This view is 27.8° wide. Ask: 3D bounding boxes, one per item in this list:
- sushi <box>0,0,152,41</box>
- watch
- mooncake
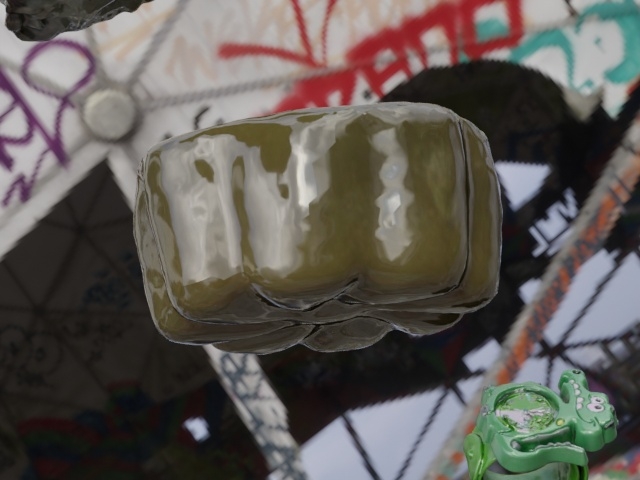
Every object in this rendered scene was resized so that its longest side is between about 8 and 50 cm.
[{"bbox_3d":[-0.214,-0.310,1.086,0.196,0.182,0.343,-18,-18,-13],"label":"sushi"},{"bbox_3d":[0.248,0.244,1.455,0.165,0.131,0.152,-7,-56,-2],"label":"watch"},{"bbox_3d":[0.000,0.000,1.308,0.378,0.201,0.378,-7,-10,-1],"label":"mooncake"}]
